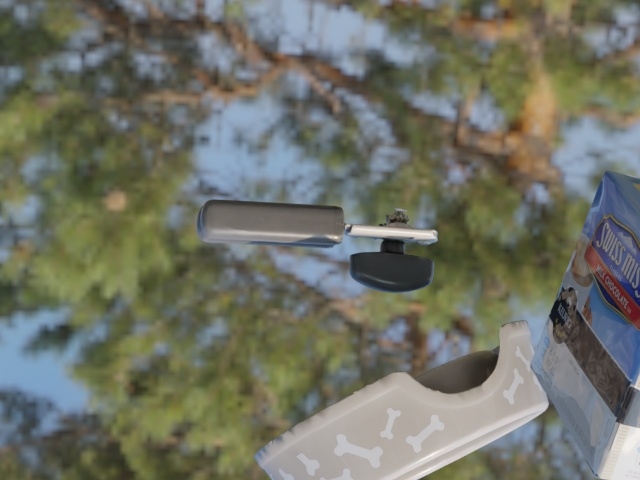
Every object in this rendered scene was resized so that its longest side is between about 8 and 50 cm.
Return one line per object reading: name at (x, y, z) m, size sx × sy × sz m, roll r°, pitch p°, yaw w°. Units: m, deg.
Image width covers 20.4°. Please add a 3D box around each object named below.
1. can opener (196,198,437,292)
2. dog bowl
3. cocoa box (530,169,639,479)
can opener at (0.000, 0.000, 2.015) m, size 0.280 × 0.093 × 0.074 m, roll 8°, pitch 170°, yaw -11°
dog bowl at (0.102, 0.213, 2.023) m, size 0.349 × 0.102 × 0.349 m, roll -26°, pitch 169°, yaw -5°
cocoa box at (0.419, 0.104, 1.701) m, size 0.347 × 0.228 × 0.231 m, roll 12°, pitch -159°, yaw -14°
